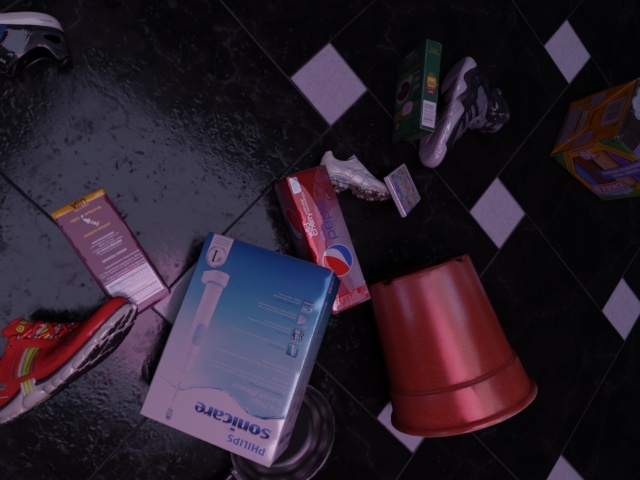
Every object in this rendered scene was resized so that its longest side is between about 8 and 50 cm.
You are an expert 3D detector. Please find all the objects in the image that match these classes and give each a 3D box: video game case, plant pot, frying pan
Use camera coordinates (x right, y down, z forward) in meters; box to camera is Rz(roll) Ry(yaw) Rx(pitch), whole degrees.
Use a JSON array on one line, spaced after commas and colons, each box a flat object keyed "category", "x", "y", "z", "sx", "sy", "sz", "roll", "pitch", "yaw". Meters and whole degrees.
[{"category": "video game case", "x": 0.170, "y": -0.105, "z": 0.914, "sx": 0.087, "sy": 0.011, "sz": 0.122, "roll": 63, "pitch": 33, "yaw": -9}, {"category": "plant pot", "x": 0.221, "y": 0.177, "z": 0.842, "sx": 0.272, "sy": 0.272, "sz": 0.265, "roll": -17, "pitch": 86, "yaw": -22}, {"category": "frying pan", "x": -0.101, "y": 0.406, "z": 0.798, "sx": 0.197, "sy": 0.053, "sz": 0.326, "roll": 36, "pitch": 77, "yaw": -17}]

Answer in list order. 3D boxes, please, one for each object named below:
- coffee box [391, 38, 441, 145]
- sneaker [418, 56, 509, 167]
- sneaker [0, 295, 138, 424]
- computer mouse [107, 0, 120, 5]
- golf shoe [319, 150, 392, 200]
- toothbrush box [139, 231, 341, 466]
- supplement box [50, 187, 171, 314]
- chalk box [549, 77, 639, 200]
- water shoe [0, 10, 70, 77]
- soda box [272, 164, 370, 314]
[{"category": "coffee box", "x": 0.196, "y": -0.300, "z": 0.917, "sx": 0.040, "sy": 0.113, "sz": 0.184, "roll": 7, "pitch": 84, "yaw": -21}, {"category": "sneaker", "x": 0.321, "y": -0.255, "z": 0.970, "sx": 0.153, "sy": 0.101, "sz": 0.268, "roll": 27, "pitch": 76, "yaw": -16}, {"category": "sneaker", "x": -0.380, "y": 0.150, "z": 0.619, "sx": 0.279, "sy": 0.107, "sz": 0.118, "roll": -35, "pitch": 92, "yaw": 12}, {"category": "computer mouse", "x": -0.296, "y": -0.481, "z": 0.762, "sx": 0.193, "sy": 0.042, "sz": 0.106, "roll": -28, "pitch": 94, "yaw": -15}, {"category": "golf shoe", "x": 0.079, "y": -0.130, "z": 0.889, "sx": 0.176, "sy": 0.069, "sz": 0.086, "roll": 12, "pitch": 77, "yaw": -23}, {"category": "toothbrush box", "x": -0.115, "y": 0.163, "z": 0.714, "sx": 0.216, "sy": 0.126, "sz": 0.295, "roll": 16, "pitch": 79, "yaw": 11}, {"category": "supplement box", "x": -0.320, "y": 0.024, "z": 0.695, "sx": 0.081, "sy": 0.104, "sz": 0.188, "roll": -34, "pitch": 101, "yaw": -20}, {"category": "chalk box", "x": 0.763, "y": -0.221, "z": 1.113, "sx": 0.289, "sy": 0.179, "sz": 0.180, "roll": 33, "pitch": 75, "yaw": -19}, {"category": "water shoe", "x": -0.484, "y": -0.283, "z": 0.658, "sx": 0.203, "sy": 0.073, "sz": 0.080, "roll": -20, "pitch": 98, "yaw": -21}, {"category": "soda box", "x": 0.000, "y": 0.000, "z": 0.833, "sx": 0.083, "sy": 0.092, "sz": 0.263, "roll": -21, "pitch": 96, "yaw": -22}]
